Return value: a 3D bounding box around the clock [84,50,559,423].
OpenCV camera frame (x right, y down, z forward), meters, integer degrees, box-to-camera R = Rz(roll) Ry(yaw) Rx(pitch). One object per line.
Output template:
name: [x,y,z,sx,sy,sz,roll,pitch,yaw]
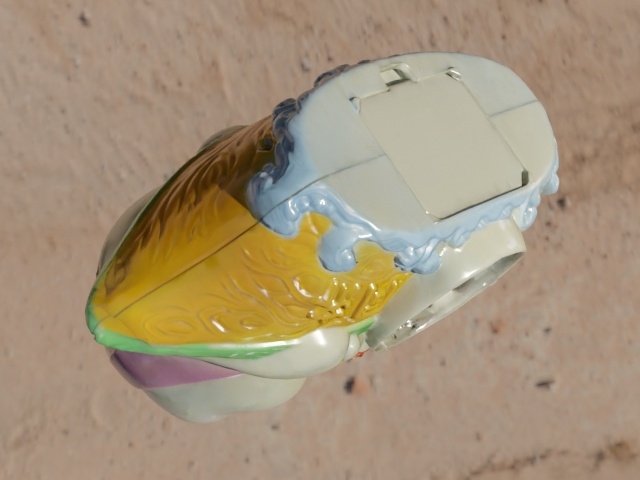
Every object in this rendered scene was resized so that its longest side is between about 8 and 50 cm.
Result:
clock: [0.000,0.000,0.584,0.144,0.231,0.103,-44,73,40]
